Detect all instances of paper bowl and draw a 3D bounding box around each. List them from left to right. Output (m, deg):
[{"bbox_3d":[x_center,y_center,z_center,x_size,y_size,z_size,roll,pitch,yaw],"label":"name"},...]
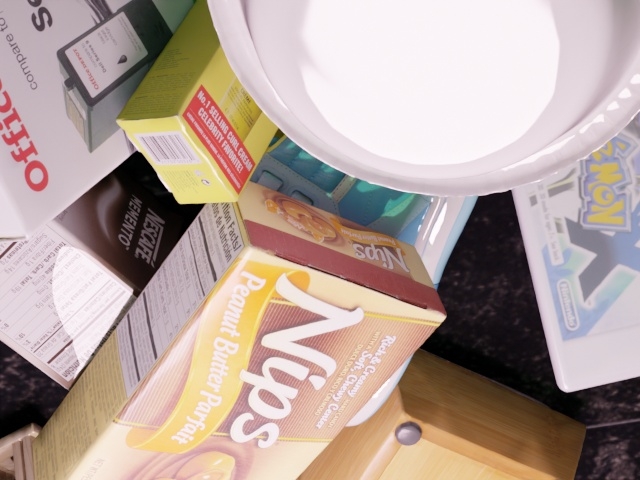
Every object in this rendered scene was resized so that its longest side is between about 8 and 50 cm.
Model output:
[{"bbox_3d":[0.069,-0.150,0.615,0.284,0.148,0.284,7,128,10],"label":"paper bowl"}]

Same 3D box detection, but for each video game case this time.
[{"bbox_3d":[0.309,-0.064,0.872,0.300,0.036,0.329,-14,94,5],"label":"video game case"}]

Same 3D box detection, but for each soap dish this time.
[{"bbox_3d":[0.097,0.263,1.048,0.229,0.118,0.291,25,112,-13],"label":"soap dish"}]

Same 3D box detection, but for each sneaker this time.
[{"bbox_3d":[0.000,0.000,0.912,0.208,0.127,0.319,17,106,-12],"label":"sneaker"}]

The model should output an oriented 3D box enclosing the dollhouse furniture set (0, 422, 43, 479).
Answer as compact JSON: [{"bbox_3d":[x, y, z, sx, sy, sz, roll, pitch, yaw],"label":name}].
[{"bbox_3d":[-0.280,0.295,1.071,0.129,0.129,0.184,-27,144,12],"label":"dollhouse furniture set"}]

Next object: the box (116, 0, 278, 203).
[{"bbox_3d":[-0.053,-0.139,0.758,0.058,0.232,0.087,0,138,35],"label":"box"}]

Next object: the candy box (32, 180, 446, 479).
[{"bbox_3d":[-0.073,0.113,0.828,0.183,0.087,0.316,20,121,-34],"label":"candy box"}]

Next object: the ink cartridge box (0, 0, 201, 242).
[{"bbox_3d":[-0.189,-0.158,0.724,0.121,0.289,0.211,-2,123,36],"label":"ink cartridge box"}]

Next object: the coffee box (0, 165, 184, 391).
[{"bbox_3d":[-0.265,-0.039,0.857,0.119,0.168,0.297,-42,112,17],"label":"coffee box"}]
